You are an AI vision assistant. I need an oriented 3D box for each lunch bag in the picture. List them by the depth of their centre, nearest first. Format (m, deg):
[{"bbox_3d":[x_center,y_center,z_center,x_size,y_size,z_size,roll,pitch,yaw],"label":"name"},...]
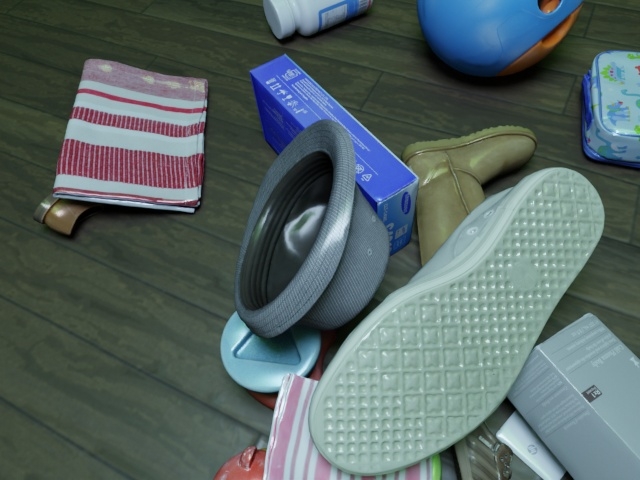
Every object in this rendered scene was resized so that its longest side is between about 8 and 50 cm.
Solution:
[{"bbox_3d":[0.542,-0.226,0.834,0.176,0.090,0.218,9,59,10],"label":"lunch bag"}]

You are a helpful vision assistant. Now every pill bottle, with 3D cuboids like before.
[{"bbox_3d":[-0.007,-0.526,1.064,0.222,0.124,0.124,-27,59,-12],"label":"pill bottle"}]

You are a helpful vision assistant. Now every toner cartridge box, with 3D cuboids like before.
[{"bbox_3d":[0.013,-0.137,0.791,0.075,0.165,0.348,-32,60,-14],"label":"toner cartridge box"}]

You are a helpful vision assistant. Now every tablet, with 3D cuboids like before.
[{"bbox_3d":[0.268,0.254,0.608,0.054,0.006,0.083,-41,62,-18],"label":"tablet"}]

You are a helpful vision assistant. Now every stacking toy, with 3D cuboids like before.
[{"bbox_3d":[0.003,0.204,0.595,0.280,0.130,0.308,-4,58,4],"label":"stacking toy"}]

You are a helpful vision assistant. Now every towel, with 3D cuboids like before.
[{"bbox_3d":[0.039,0.235,0.534,0.197,0.029,0.144,18,52,-12],"label":"towel"},{"bbox_3d":[-0.332,-0.202,0.895,0.237,0.037,0.328,5,56,-17],"label":"towel"}]

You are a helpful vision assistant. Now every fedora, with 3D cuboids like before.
[{"bbox_3d":[0.000,0.000,0.605,0.124,0.244,0.275,27,44,-27],"label":"fedora"}]

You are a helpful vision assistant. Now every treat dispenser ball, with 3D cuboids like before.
[{"bbox_3d":[0.319,-0.446,0.880,0.288,0.288,0.288,-3,57,4],"label":"treat dispenser ball"}]

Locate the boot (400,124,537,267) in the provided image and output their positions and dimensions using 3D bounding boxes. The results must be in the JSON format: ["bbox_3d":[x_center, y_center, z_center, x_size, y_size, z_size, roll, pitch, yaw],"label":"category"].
[{"bbox_3d":[0.255,-0.039,0.756,0.236,0.089,0.269,-11,60,3],"label":"boot"}]

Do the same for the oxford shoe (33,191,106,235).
[{"bbox_3d":[-0.407,-0.094,0.877,0.076,0.076,0.212,35,60,-9],"label":"oxford shoe"}]

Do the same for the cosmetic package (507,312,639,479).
[{"bbox_3d":[0.339,0.217,0.550,0.127,0.107,0.238,-17,52,-33],"label":"cosmetic package"}]

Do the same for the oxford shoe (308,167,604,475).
[{"bbox_3d":[0.163,0.085,0.580,0.449,0.130,0.169,-43,96,-18],"label":"oxford shoe"}]

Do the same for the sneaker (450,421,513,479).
[{"bbox_3d":[0.195,0.269,0.569,0.071,0.066,0.188,-8,57,4],"label":"sneaker"}]
